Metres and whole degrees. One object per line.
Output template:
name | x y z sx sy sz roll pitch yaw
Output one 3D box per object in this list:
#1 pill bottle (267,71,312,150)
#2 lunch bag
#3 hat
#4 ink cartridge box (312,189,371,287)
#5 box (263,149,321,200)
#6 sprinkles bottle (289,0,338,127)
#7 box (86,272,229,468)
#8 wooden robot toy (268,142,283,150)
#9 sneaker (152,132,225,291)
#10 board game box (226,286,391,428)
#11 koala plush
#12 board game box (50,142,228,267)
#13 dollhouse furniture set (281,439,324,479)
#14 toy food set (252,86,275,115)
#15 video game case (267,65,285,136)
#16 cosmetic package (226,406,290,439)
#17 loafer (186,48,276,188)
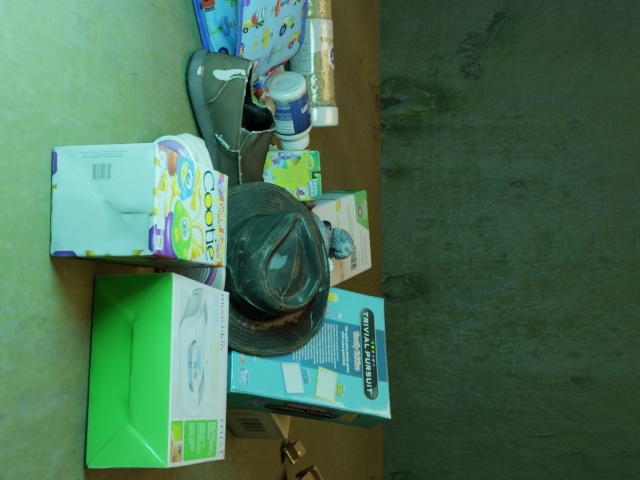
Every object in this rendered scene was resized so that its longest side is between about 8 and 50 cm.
pill bottle | -0.069 -0.285 2.062 0.169 0.094 0.094 81 14 -45
lunch bag | -0.117 -0.415 1.736 0.221 0.138 0.293 -43 144 -38
hat | -0.080 0.036 1.650 0.134 0.331 0.331 -26 -125 54
ink cartridge box | 0.000 0.000 2.197 0.278 0.117 0.201 -21 111 -54
box | -0.085 -0.132 1.875 0.043 0.179 0.105 -38 126 -74
sprinkles bottle | -0.023 -0.463 2.327 0.121 0.121 0.356 -25 113 -76
box | -0.230 0.191 1.332 0.231 0.126 0.262 37 52 -72
wooden robot toy | -0.105 -0.173 2.111 0.079 0.076 0.173 -56 167 4
sneaker | -0.199 -0.028 1.503 0.152 0.114 0.305 -48 136 -70
board game box | -0.032 0.205 1.752 0.079 0.336 0.254 -41 -138 49
koala plush | -0.039 0.012 1.931 0.196 0.203 0.221 52 -2 -12
board game box | -0.238 -0.038 1.265 0.275 0.144 0.142 18 72 -76
dollhouse furniture set | -0.088 0.694 2.112 0.356 0.173 0.303 60 27 2
toy food set | -0.134 -0.307 1.920 0.218 0.071 0.128 67 25 -60
video game case | -0.115 -0.374 2.124 0.201 0.023 0.183 75 19 -48
cosmetic package | -0.117 0.228 1.859 0.160 0.113 0.310 69 24 -54
loafer | -0.147 -0.187 1.718 0.366 0.130 0.134 76 18 -44
